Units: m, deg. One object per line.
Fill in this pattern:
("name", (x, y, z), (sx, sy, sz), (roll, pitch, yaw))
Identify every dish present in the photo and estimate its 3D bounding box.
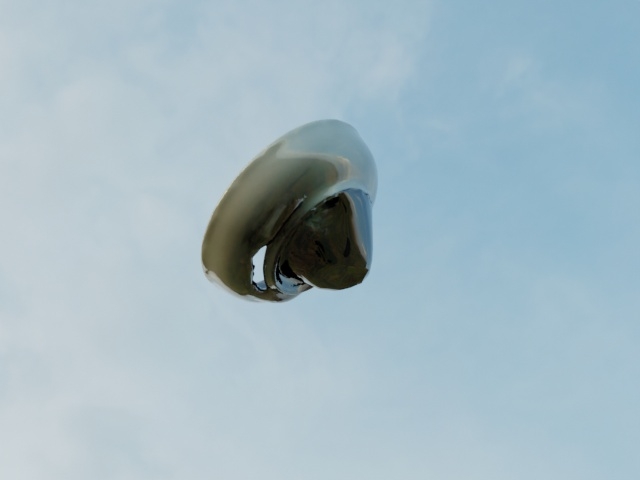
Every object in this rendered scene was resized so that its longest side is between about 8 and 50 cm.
("dish", (0.000, 0.000, 0.852), (0.078, 0.141, 0.141), (43, -40, 28))
